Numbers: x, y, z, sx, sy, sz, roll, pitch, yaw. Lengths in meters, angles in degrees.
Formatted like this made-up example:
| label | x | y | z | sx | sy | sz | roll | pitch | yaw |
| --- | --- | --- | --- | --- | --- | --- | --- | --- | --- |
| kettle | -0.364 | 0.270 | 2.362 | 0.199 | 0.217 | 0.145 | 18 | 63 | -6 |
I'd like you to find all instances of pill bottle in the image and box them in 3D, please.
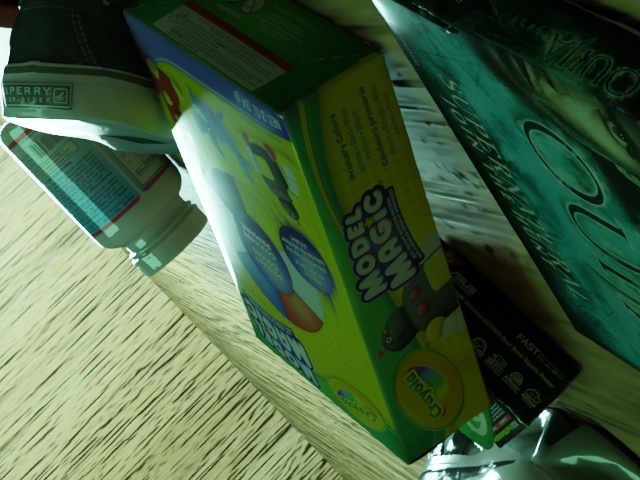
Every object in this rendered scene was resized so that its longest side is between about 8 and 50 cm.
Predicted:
| label | x | y | z | sx | sy | sz | roll | pitch | yaw |
| --- | --- | --- | --- | --- | --- | --- | --- | --- | --- |
| pill bottle | -0.164 | -0.051 | 1.334 | 0.160 | 0.087 | 0.087 | 47 | 171 | -11 |

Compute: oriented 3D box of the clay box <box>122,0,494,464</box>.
| label | x | y | z | sx | sy | sz | roll | pitch | yaw |
| --- | --- | --- | --- | --- | --- | --- | --- | --- | --- |
| clay box | 0.000 | 0.000 | 0.740 | 0.127 | 0.053 | 0.222 | 36 | 153 | 48 |

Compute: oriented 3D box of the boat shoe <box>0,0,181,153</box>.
| label | x | y | z | sx | sy | sz | roll | pitch | yaw |
| --- | --- | --- | --- | --- | --- | --- | --- | --- | --- |
| boat shoe | -0.081 | -0.082 | 0.814 | 0.080 | 0.076 | 0.228 | 2 | 179 | 22 |

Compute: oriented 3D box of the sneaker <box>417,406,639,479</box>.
| label | x | y | z | sx | sy | sz | roll | pitch | yaw |
| --- | --- | --- | --- | --- | --- | --- | --- | --- | --- |
| sneaker | 0.089 | 0.171 | 0.999 | 0.122 | 0.146 | 0.330 | 44 | 173 | 1 |

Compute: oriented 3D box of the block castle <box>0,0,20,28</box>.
| label | x | y | z | sx | sy | sz | roll | pitch | yaw |
| --- | --- | --- | --- | --- | --- | --- | --- | --- | --- |
| block castle | -0.345 | -0.204 | 0.756 | 0.453 | 0.303 | 0.213 | 48 | 177 | -21 |

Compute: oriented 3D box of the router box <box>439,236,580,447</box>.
| label | x | y | z | sx | sy | sz | roll | pitch | yaw |
| --- | --- | --- | --- | --- | --- | --- | --- | --- | --- |
| router box | 0.074 | 0.053 | 0.848 | 0.092 | 0.038 | 0.122 | 45 | 172 | 8 |

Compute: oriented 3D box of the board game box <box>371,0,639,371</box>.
| label | x | y | z | sx | sy | sz | roll | pitch | yaw |
| --- | --- | --- | --- | --- | --- | --- | --- | --- | --- |
| board game box | 0.092 | -0.005 | 0.519 | 0.126 | 0.026 | 0.186 | 36 | 168 | 48 |
